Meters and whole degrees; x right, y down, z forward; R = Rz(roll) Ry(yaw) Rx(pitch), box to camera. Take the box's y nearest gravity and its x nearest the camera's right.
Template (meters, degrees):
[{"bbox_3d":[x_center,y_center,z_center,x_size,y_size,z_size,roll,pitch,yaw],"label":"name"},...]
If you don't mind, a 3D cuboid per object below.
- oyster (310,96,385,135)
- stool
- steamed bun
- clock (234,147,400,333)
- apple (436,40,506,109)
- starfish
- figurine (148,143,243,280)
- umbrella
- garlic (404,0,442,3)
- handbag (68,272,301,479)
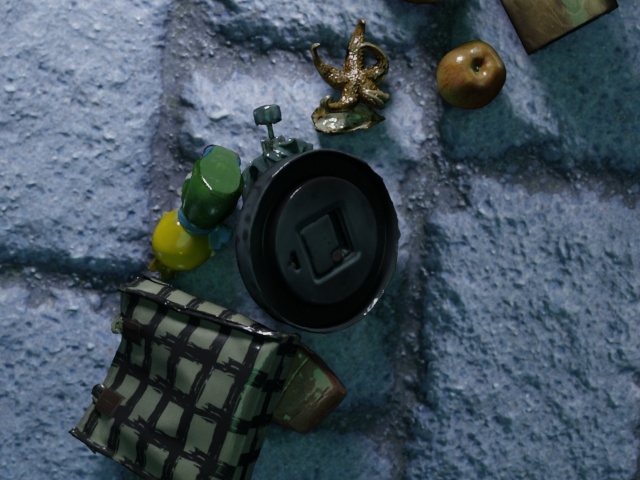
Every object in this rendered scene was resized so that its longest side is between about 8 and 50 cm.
[{"bbox_3d":[0.049,-0.224,1.459,0.132,0.029,0.086,21,77,5],"label":"oyster"},{"bbox_3d":[0.400,-0.494,1.413,0.179,0.179,0.264,-27,93,-4],"label":"stool"},{"bbox_3d":[-0.052,0.263,1.427,0.175,0.106,0.145,44,93,10],"label":"steamed bun"},{"bbox_3d":[0.000,0.000,1.367,0.325,0.067,0.324,-4,96,-36],"label":"clock"},{"bbox_3d":[0.279,-0.304,1.443,0.126,0.102,0.125,0,91,-4],"label":"apple"},{"bbox_3d":[0.055,-0.317,1.433,0.147,0.074,0.189,1,70,0],"label":"starfish"},{"bbox_3d":[-0.226,-0.047,1.404,0.128,0.185,0.234,15,128,-18],"label":"figurine"},{"bbox_3d":[-0.068,-0.073,1.420,0.143,0.094,0.348,-15,98,-24],"label":"umbrella"},{"bbox_3d":[0.153,-0.588,1.368,0.151,0.196,0.338,-33,118,-22],"label":"garlic"},{"bbox_3d":[-0.235,0.260,1.341,0.327,0.162,0.325,19,87,18],"label":"handbag"}]
